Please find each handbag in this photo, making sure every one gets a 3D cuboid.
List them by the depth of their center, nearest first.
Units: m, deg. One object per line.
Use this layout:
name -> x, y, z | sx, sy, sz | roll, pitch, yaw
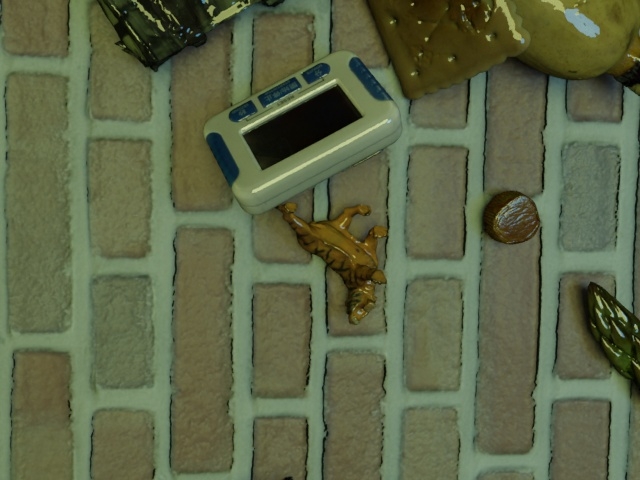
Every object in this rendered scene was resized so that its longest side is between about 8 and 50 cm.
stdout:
handbag -> -0.194, -0.444, 0.953 | 0.325, 0.162, 0.327 | -29, 104, 0

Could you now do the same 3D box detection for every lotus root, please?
lotus root -> 0.373, -0.321, 1.010 | 0.310, 0.183, 0.183 | 31, 90, -8

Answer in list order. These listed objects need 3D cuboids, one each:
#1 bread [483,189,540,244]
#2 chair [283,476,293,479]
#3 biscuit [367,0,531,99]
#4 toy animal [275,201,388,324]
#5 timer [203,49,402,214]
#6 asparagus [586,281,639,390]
bread -> 0.294, -0.035, 1.076 | 0.085, 0.053, 0.085 | -3, 105, -12
chair -> -0.145, 0.441, 1.032 | 0.229, 0.106, 0.113 | -6, 95, -7
biscuit -> 0.146, -0.377, 0.980 | 0.217, 0.044, 0.325 | -17, 98, 40
toy animal -> 0.005, -0.004, 1.037 | 0.255, 0.116, 0.114 | 40, 46, -1
timer -> -0.026, -0.152, 0.983 | 0.253, 0.078, 0.178 | -28, 55, -3
asparagus -> 0.498, 0.184, 1.102 | 0.080, 0.080, 0.287 | -35, 99, -3
